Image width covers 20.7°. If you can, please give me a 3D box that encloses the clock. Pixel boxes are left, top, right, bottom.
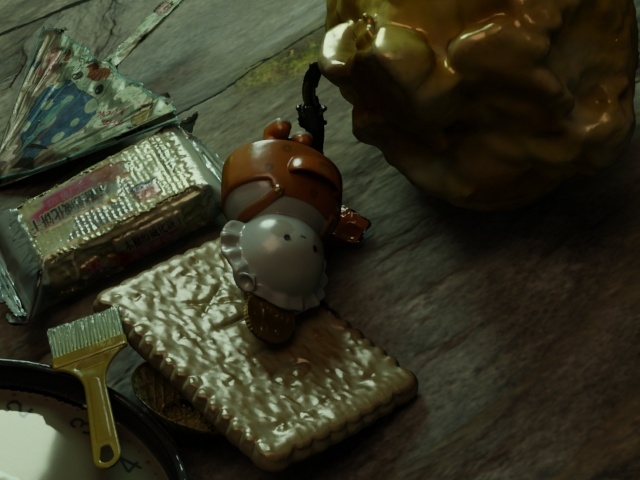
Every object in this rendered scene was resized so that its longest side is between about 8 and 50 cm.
[{"bbox_3d":[-0.312,0.262,1.715,0.386,0.076,0.386,10,36,-7],"label":"clock"}]

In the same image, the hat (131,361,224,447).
[{"bbox_3d":[-0.140,0.190,1.849,0.146,0.067,0.146,18,21,-7],"label":"hat"}]

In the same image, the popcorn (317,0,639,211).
[{"bbox_3d":[0.180,-0.217,1.885,0.344,0.354,0.390,27,14,-6],"label":"popcorn"}]

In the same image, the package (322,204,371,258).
[{"bbox_3d":[0.000,0.001,1.987,0.110,0.033,0.077,-42,29,-28],"label":"package"}]

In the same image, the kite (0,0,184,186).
[{"bbox_3d":[-0.296,-0.196,2.214,0.368,0.014,0.406,-46,39,-8],"label":"kite"}]

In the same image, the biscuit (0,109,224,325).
[{"bbox_3d":[-0.248,-0.024,2.052,0.309,0.079,0.186,-26,43,-6],"label":"biscuit"}]

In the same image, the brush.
[{"bbox_3d":[-0.229,0.154,1.794,0.083,0.011,0.205,-19,47,1],"label":"brush"}]

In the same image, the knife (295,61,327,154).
[{"bbox_3d":[-0.009,-0.135,1.996,0.045,0.222,0.021,1,61,-8],"label":"knife"}]

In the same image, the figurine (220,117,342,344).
[{"bbox_3d":[-0.050,-0.009,1.901,0.143,0.143,0.271,4,66,21],"label":"figurine"}]

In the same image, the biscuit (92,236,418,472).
[{"bbox_3d":[-0.073,0.113,1.865,0.217,0.044,0.325,-27,48,-31],"label":"biscuit"}]
